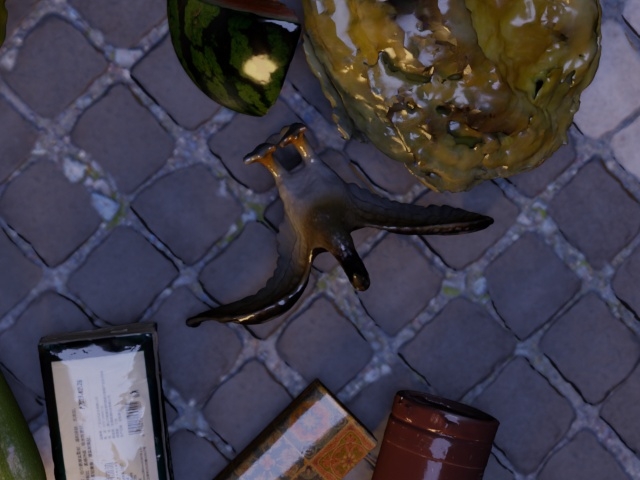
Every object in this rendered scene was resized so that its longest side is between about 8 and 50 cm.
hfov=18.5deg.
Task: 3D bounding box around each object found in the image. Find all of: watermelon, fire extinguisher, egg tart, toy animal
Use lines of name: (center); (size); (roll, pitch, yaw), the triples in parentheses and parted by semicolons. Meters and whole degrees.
watermelon: (-0.068, -0.180, 1.638); (0.135, 0.125, 0.094); (40, 59, 10)
fire extinguisher: (0.072, 0.269, 1.670); (0.105, 0.105, 0.269); (16, 93, -7)
egg tart: (0.121, -0.184, 1.616); (0.297, 0.132, 0.297); (0, 90, -20)
toy animal: (-0.007, -0.012, 1.602); (0.273, 0.197, 0.160); (-29, 95, 2)

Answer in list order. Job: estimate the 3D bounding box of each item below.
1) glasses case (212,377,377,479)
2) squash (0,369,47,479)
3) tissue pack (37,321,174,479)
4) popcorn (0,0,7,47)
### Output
glasses case: (-0.054, 0.221, 1.679); (0.218, 0.049, 0.075); (-44, 98, -1)
squash: (-0.322, 0.097, 1.619); (0.094, 0.094, 0.341); (-29, 97, -3)
tissue pack: (-0.176, 0.159, 1.640); (0.103, 0.090, 0.170); (-6, 94, -6)
popcorn: (-0.390, -0.247, 1.477); (0.294, 0.292, 0.334); (26, 62, 26)
